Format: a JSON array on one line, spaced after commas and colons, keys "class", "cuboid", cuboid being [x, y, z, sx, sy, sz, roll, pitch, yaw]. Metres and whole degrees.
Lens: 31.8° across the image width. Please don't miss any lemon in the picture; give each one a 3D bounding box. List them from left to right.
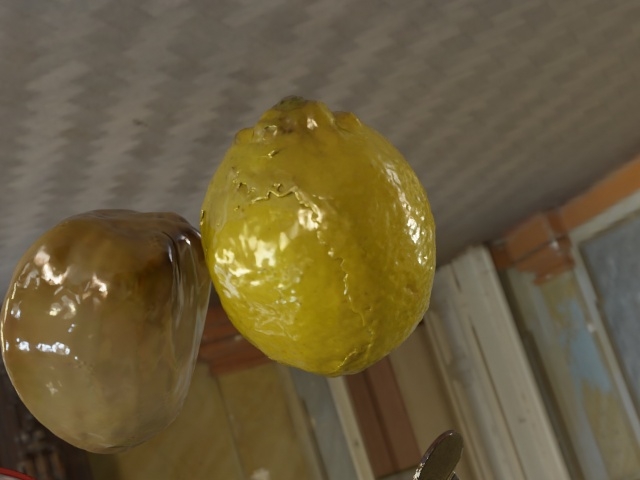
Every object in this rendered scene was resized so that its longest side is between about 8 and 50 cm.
[{"class": "lemon", "cuboid": [0.000, 0.000, 0.974, 0.204, 0.260, 0.204, -11, -158, 4]}]

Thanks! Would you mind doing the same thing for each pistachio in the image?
[{"class": "pistachio", "cuboid": [-0.204, 0.095, 1.075, 0.213, 0.260, 0.163, -10, -155, -31]}]

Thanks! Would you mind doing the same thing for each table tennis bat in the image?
[{"class": "table tennis bat", "cuboid": [0.078, 0.147, 0.713, 0.050, 0.007, 0.083, -57, 149, -10]}]

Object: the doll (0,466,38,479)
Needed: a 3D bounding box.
[{"class": "doll", "cuboid": [-0.210, 0.188, 0.721, 0.183, 0.085, 0.217, 10, 162, 7]}]
